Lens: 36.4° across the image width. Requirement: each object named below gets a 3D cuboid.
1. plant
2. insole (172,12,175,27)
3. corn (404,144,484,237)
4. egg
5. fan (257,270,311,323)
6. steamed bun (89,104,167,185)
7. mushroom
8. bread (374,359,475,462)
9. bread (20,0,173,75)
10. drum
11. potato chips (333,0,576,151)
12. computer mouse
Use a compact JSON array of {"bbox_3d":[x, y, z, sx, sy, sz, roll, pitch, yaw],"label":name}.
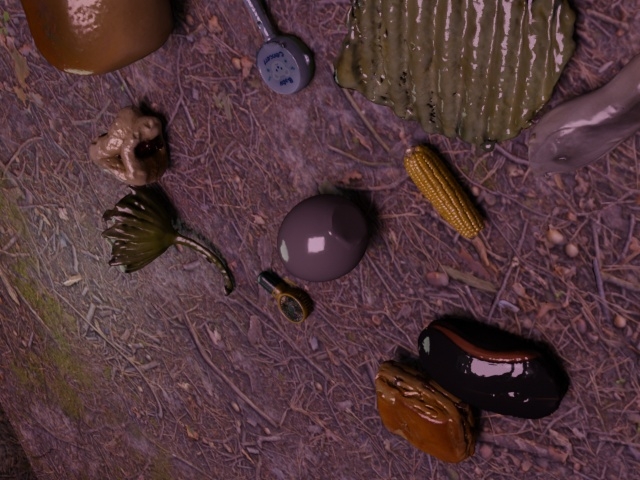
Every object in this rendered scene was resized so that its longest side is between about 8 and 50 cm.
[{"bbox_3d":[-0.368,-0.020,2.409,0.333,0.180,0.251,6,123,-1],"label":"plant"},{"bbox_3d":[-0.434,-0.488,2.150,0.322,0.007,0.109,9,125,37],"label":"insole"},{"bbox_3d":[0.228,-0.093,1.813,0.206,0.067,0.067,50,140,-4],"label":"corn"},{"bbox_3d":[0.000,0.000,2.003,0.176,0.176,0.232,49,143,0],"label":"egg"},{"bbox_3d":[-0.084,0.126,2.279,0.155,0.039,0.082,41,139,12],"label":"fan"},{"bbox_3d":[-0.431,-0.233,2.257,0.172,0.141,0.155,34,124,14],"label":"steamed bun"},{"bbox_3d":[0.448,-0.202,1.518,0.109,0.097,0.351,43,136,-10],"label":"mushroom"},{"bbox_3d":[0.223,0.382,2.125,0.235,0.099,0.211,22,144,33],"label":"bread"},{"bbox_3d":[-0.471,-0.527,1.963,0.347,0.253,0.376,20,132,27],"label":"bread"},{"bbox_3d":[-0.087,-0.402,1.872,0.130,0.049,0.253,5,123,40],"label":"drum"},{"bbox_3d":[0.215,-0.320,1.631,0.373,0.097,0.389,32,135,6],"label":"potato chips"},{"bbox_3d":[0.332,0.265,1.958,0.323,0.116,0.183,16,136,32],"label":"computer mouse"}]
